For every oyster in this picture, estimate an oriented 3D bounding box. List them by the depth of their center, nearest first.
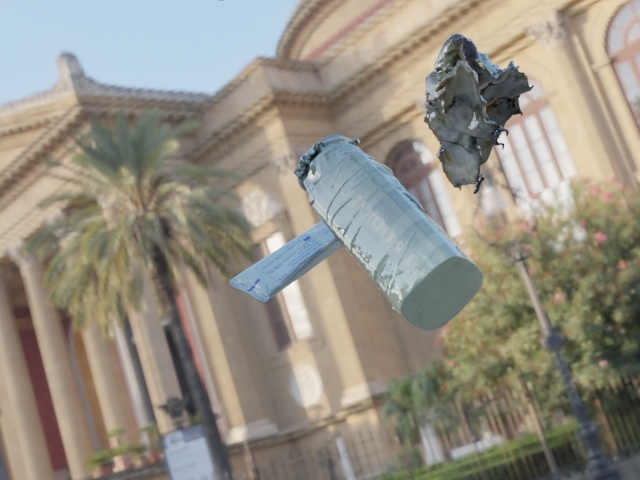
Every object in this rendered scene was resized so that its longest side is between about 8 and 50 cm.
[{"bbox_3d":[0.207,-0.172,1.462,0.133,0.197,0.337,15,-2,13],"label":"oyster"}]

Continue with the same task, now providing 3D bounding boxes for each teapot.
[{"bbox_3d":[0.063,-0.010,0.948,0.077,0.200,0.107,-47,-40,10],"label":"teapot"}]

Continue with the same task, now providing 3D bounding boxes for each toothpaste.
[{"bbox_3d":[0.000,0.000,1.078,0.218,0.052,0.033,-34,-43,-37],"label":"toothpaste"}]
